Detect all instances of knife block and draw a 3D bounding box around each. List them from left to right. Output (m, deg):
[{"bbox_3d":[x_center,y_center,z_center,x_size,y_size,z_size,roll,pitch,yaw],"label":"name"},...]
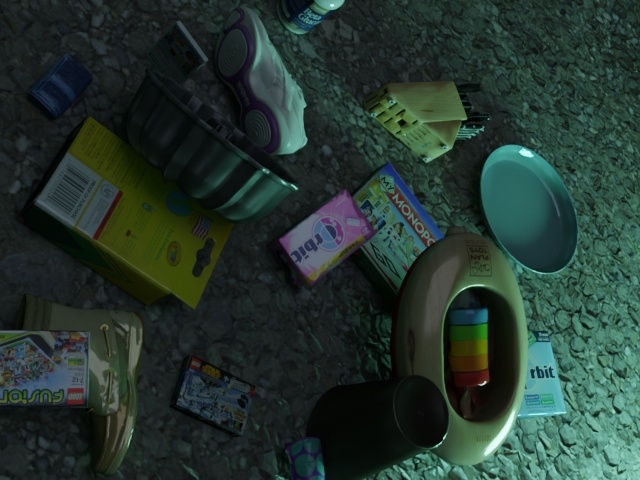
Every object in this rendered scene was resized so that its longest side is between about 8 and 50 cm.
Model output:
[{"bbox_3d":[0.247,-0.308,2.344,0.275,0.088,0.242,37,51,-20],"label":"knife block"}]

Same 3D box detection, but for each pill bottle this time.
[{"bbox_3d":[-0.008,-0.501,2.169,0.094,0.169,0.094,16,62,-32],"label":"pill bottle"}]

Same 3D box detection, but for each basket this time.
[{"bbox_3d":[0.104,0.325,1.863,0.154,0.227,0.204,38,53,-20],"label":"basket"}]

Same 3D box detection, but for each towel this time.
[{"bbox_3d":[-0.444,-0.264,1.816,0.067,0.029,0.119,44,50,-16],"label":"towel"}]

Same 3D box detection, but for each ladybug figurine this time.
[{"bbox_3d":[0.252,0.198,2.028,0.305,0.162,0.449,3,88,-34],"label":"ladybug figurine"}]

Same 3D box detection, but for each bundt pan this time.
[{"bbox_3d":[-0.199,-0.146,1.809,0.331,0.331,0.124,36,96,-21],"label":"bundt pan"}]

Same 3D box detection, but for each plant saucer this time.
[{"bbox_3d":[0.473,-0.068,2.449,0.317,0.043,0.318,17,61,-33],"label":"plant saucer"}]

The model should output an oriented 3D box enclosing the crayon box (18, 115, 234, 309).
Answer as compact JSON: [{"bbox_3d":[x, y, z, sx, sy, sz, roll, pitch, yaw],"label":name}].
[{"bbox_3d":[-0.318,-0.033,1.781,0.318,0.081,0.202,37,52,-19],"label":"crayon box"}]

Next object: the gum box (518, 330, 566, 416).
[{"bbox_3d":[0.443,0.286,2.272,0.157,0.041,0.184,5,68,-37],"label":"gum box"}]

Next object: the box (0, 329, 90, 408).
[{"bbox_3d":[-0.439,0.186,1.525,0.207,0.036,0.114,2,81,-23],"label":"box"}]

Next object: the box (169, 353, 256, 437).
[{"bbox_3d":[-0.181,0.264,1.797,0.137,0.027,0.094,31,56,-25],"label":"box"}]

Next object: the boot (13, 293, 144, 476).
[{"bbox_3d":[-0.382,0.219,1.615,0.203,0.095,0.262,15,69,-29],"label":"boot"}]

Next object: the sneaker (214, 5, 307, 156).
[{"bbox_3d":[-0.111,-0.306,2.064,0.152,0.114,0.305,-8,80,-54],"label":"sneaker"}]

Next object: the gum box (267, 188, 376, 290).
[{"bbox_3d":[0.000,0.000,2.002,0.188,0.062,0.107,-38,97,-24],"label":"gum box"}]

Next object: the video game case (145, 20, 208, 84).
[{"bbox_3d":[-0.263,-0.335,1.927,0.087,0.122,0.011,54,49,-6],"label":"video game case"}]

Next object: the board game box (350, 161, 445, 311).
[{"bbox_3d":[0.167,0.022,2.166,0.317,0.046,0.213,52,50,-8],"label":"board game box"}]

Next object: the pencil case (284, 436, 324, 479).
[{"bbox_3d":[-0.025,0.420,1.828,0.070,0.064,0.152,2,71,-32],"label":"pencil case"}]
